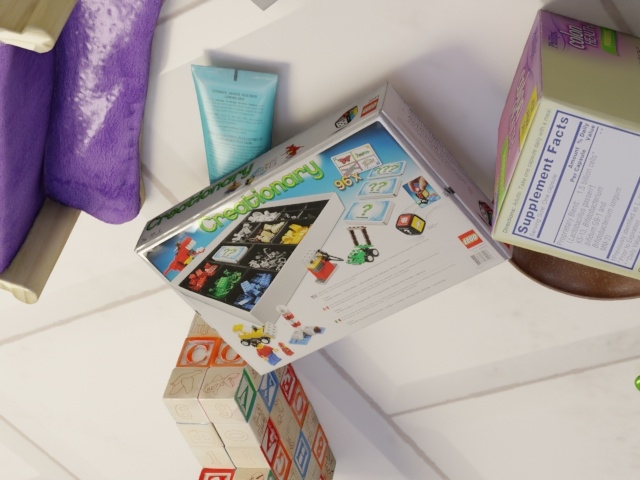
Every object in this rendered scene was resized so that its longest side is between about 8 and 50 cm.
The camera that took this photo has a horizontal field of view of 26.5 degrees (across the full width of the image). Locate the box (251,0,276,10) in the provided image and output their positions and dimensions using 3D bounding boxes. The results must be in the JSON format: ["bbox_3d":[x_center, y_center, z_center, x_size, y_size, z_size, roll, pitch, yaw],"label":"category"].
[{"bbox_3d":[-0.033,-0.277,1.050,0.145,0.038,0.186,39,133,-24],"label":"box"}]

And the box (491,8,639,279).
[{"bbox_3d":[0.264,-0.062,1.038,0.243,0.213,0.117,17,118,0],"label":"box"}]

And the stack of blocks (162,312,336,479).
[{"bbox_3d":[-0.077,0.235,1.533,0.087,0.171,0.297,-2,135,20],"label":"stack of blocks"}]

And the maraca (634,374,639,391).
[{"bbox_3d":[0.397,0.187,1.384,0.127,0.099,0.185,-24,99,34],"label":"maraca"}]

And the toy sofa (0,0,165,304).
[{"bbox_3d":[-0.251,-0.107,1.226,0.177,0.150,0.362,18,139,0],"label":"toy sofa"}]

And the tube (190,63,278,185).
[{"bbox_3d":[-0.078,-0.077,1.282,0.080,0.052,0.207,4,134,4],"label":"tube"}]

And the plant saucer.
[{"bbox_3d":[0.255,-0.022,1.239,0.199,0.036,0.198,9,139,8],"label":"plant saucer"}]

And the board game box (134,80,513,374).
[{"bbox_3d":[0.000,0.000,1.265,0.305,0.053,0.193,-27,118,31],"label":"board game box"}]
